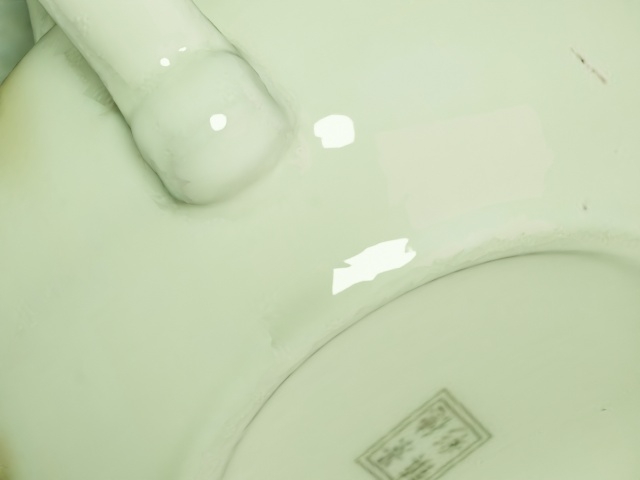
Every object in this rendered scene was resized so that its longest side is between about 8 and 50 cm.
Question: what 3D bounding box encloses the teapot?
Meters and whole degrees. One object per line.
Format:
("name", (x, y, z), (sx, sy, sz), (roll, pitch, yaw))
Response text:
("teapot", (0.000, 0.000, 0.445), (0.204, 0.139, 0.298), (-30, 136, 1))
